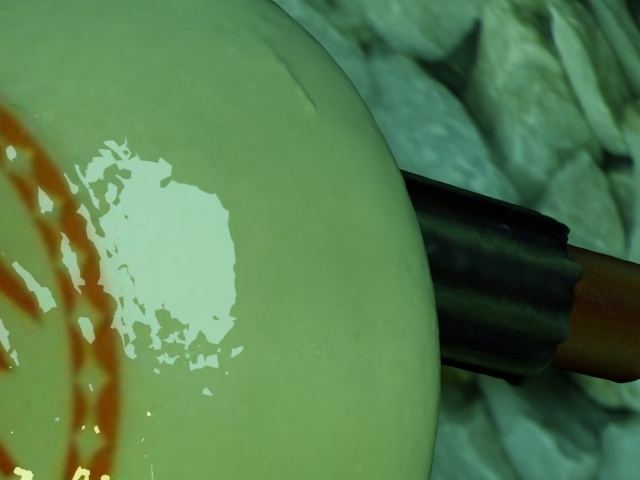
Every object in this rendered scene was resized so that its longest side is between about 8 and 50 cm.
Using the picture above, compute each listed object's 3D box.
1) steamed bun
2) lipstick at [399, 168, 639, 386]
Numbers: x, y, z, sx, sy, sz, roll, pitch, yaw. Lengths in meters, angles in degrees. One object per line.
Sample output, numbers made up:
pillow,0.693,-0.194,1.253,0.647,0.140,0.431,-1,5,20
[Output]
steamed bun,-0.091,0.028,0.416,0.145,0.232,0.232,14,47,-64
lipstick,0.000,0.000,0.613,0.299,0.081,0.081,13,54,-25
